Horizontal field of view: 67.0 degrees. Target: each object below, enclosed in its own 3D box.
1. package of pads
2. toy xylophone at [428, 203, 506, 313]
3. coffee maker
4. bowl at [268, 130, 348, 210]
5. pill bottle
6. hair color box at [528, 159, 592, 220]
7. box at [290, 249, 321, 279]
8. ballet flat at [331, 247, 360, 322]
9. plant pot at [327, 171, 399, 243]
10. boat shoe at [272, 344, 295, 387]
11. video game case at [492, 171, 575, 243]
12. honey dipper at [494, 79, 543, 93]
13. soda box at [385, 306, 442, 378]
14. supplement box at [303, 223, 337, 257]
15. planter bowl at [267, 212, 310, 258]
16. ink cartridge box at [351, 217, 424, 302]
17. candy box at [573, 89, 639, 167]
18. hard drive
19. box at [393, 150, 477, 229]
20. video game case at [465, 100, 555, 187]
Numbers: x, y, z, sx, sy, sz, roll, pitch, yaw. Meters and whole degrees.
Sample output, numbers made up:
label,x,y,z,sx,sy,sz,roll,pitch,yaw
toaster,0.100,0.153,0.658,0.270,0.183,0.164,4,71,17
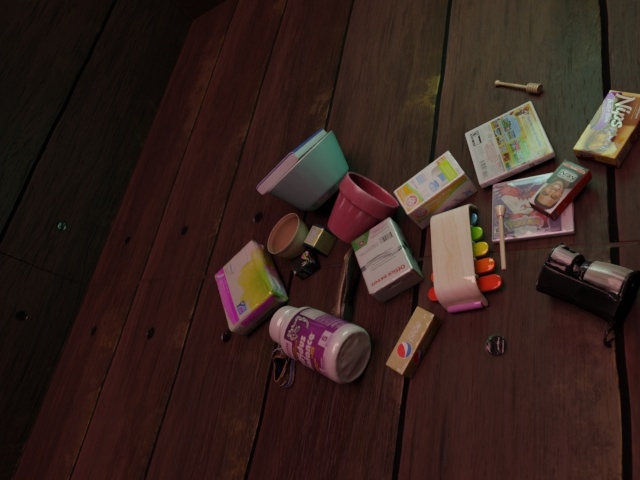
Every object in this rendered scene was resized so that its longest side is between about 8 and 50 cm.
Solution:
label,x,y,z,sx,sy,sz,roll,pitch,yaw
package of pads,-0.257,0.165,1.770,0.229,0.101,0.296,-42,46,14
toy xylophone,0.397,0.032,1.301,0.236,0.081,0.322,-10,59,40
coffee maker,0.582,0.113,1.074,0.178,0.120,0.171,27,85,46
bowl,-0.019,-0.221,1.702,0.311,0.163,0.311,-43,6,6
pill bottle,-0.013,0.294,1.435,0.302,0.169,0.169,14,75,44
hair color box,0.605,-0.128,1.221,0.141,0.043,0.072,-51,46,5
box,-0.052,0.085,1.677,0.083,0.052,0.062,-36,47,19
ballet flat,0.078,0.140,1.520,0.058,0.084,0.249,-4,69,38
plant pot,0.122,-0.092,1.551,0.180,0.201,0.201,-56,42,21
boat shoe,-0.117,0.373,1.550,0.066,0.066,0.183,-24,52,28
video game case,0.559,-0.088,1.282,0.201,0.023,0.183,-10,59,37
honey dipper,0.601,-0.473,1.476,0.030,0.030,0.161,-55,40,0
soda box,0.253,0.274,1.301,0.061,0.058,0.181,25,83,46
supplement box,0.000,0.000,1.661,0.056,0.083,0.083,22,82,45
planter bowl,-0.095,0.000,1.715,0.162,0.109,0.162,-33,38,30
ink cartridge box,0.198,0.060,1.454,0.153,0.087,0.208,-33,48,20
candy box,0.743,-0.283,1.222,0.109,0.053,0.186,32,89,46
hard drive,-0.102,-0.301,1.806,0.210,0.040,0.318,-39,8,32
box,0.341,-0.147,1.445,0.203,0.103,0.114,-37,46,18
video game case,0.539,-0.278,1.398,0.206,0.026,0.227,-25,45,28
